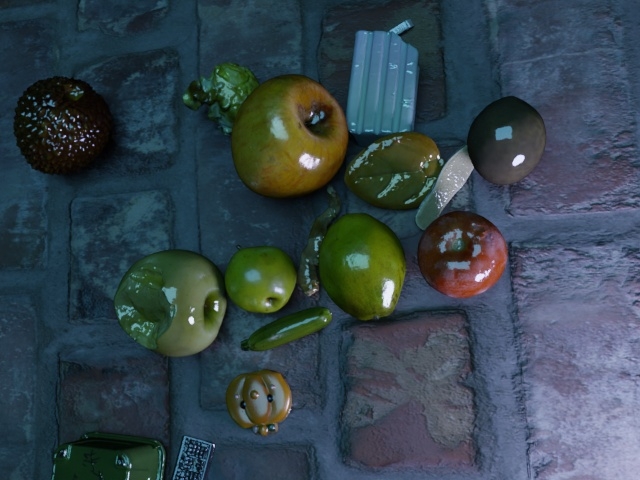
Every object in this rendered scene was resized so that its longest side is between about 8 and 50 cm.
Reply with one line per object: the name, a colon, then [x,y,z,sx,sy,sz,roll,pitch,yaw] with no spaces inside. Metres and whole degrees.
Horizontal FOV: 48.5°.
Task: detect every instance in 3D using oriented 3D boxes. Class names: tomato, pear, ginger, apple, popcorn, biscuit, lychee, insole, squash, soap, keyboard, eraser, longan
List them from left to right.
lychee: [-0.711,-0.307,1.942,0.268,0.267,0.267,-3,77,11]
apple: [-0.365,0.150,1.763,0.279,0.279,0.278,-3,77,11]
keyboard: [-0.335,0.609,1.769,0.094,0.025,0.230,11,80,11]
popcorn: [-0.260,-0.377,1.884,0.213,0.198,0.197,2,77,-12]
biscuit: [-0.155,0.404,1.762,0.171,0.050,0.170,-3,78,12]
pear: [-0.157,0.081,1.786,0.180,0.166,0.216,-16,40,-14]
squash: [-0.090,0.226,1.779,0.252,0.066,0.066,-23,74,7]
apple: [-0.086,-0.249,1.767,0.275,0.299,0.298,-20,68,53]
ginger: [0.000,0.000,1.808,0.089,0.075,0.287,16,86,38]
pear: [0.100,0.061,1.705,0.213,0.212,0.269,-17,80,8]
soap: [0.164,-0.393,1.847,0.173,0.095,0.289,4,78,11]
biscuit: [0.187,-0.167,1.770,0.260,0.041,0.202,-7,109,-4]
eraser: [0.206,-0.563,1.916,0.099,0.019,0.027,-33,88,4]
insole: [0.316,-0.135,1.776,0.247,0.081,0.011,-57,30,-1]
tomato: [0.332,0.035,1.671,0.208,0.184,0.208,-5,71,15]
longan: [0.450,-0.241,1.709,0.198,0.198,0.212,30,82,16]

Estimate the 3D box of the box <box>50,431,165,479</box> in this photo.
box: [-0.534,0.644,1.723,0.253,0.178,0.328,2,78,11]
